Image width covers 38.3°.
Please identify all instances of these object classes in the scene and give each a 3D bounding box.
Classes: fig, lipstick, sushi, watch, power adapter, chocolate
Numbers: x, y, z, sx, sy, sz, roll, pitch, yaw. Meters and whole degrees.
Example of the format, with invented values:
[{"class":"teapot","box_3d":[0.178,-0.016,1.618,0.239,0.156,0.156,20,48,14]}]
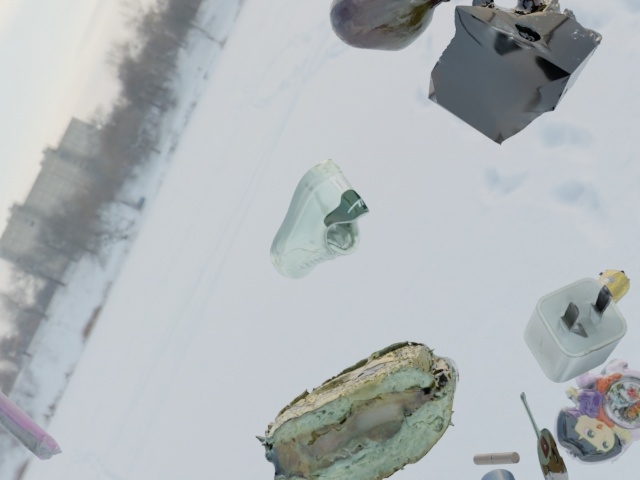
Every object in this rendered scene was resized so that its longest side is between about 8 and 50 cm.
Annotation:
[{"class":"fig","box_3d":[0.156,-0.429,1.704,0.170,0.274,0.146,-15,-82,-56]},{"class":"lipstick","box_3d":[0.270,0.336,1.418,0.094,0.019,0.019,-26,39,58]},{"class":"sushi","box_3d":[0.337,-0.307,1.538,0.212,0.215,0.227,-45,-18,-26]},{"class":"watch","box_3d":[0.601,0.370,1.973,0.244,0.196,0.231,-59,-10,-8]},{"class":"power adapter","box_3d":[0.438,0.140,1.566,0.205,0.130,0.125,90,156,-62]},{"class":"chocolate","box_3d":[0.693,0.156,2.295,0.219,0.085,0.085,-39,-7,-37]}]

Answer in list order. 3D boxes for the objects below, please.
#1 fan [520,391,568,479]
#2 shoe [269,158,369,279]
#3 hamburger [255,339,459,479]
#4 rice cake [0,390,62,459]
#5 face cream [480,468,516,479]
[{"class":"fan","box_3d":[0.425,0.392,1.751,0.008,0.227,0.152,-21,8,26]},{"class":"shoe","box_3d":[0.000,0.000,1.370,0.095,0.110,0.265,-32,-24,-29]},{"class":"hamburger","box_3d":[0.067,0.241,1.282,0.308,0.132,0.211,-31,-1,21]},{"class":"rice cake","box_3d":[-0.600,0.321,1.741,0.049,0.270,0.055,-48,-2,-3]},{"class":"face cream","box_3d":[0.357,0.559,1.589,0.086,0.135,0.385,-44,29,19]}]
